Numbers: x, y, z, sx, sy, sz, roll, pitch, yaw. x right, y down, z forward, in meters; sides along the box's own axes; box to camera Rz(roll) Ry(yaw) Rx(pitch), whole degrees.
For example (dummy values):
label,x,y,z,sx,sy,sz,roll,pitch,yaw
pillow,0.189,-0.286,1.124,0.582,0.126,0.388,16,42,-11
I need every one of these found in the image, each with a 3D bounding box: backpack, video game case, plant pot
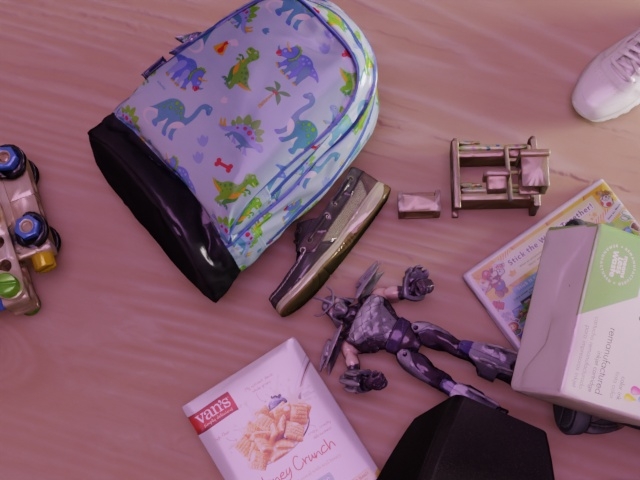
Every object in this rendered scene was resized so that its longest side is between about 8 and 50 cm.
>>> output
label,x,y,z,sx,sy,sz,roll,pitch,yaw
backpack,-0.085,-0.151,1.621,0.356,0.273,0.290,-33,71,-17
video game case,0.335,0.064,1.645,0.227,0.026,0.206,-35,78,-4
plant pot,0.173,0.293,1.511,0.188,0.187,0.167,25,61,-11

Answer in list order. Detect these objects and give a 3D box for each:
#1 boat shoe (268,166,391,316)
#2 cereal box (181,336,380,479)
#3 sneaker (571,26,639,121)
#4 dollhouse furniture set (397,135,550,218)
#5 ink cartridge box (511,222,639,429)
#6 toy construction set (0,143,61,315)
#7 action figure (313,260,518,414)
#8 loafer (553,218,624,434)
label,x,y,z,sx,sy,sz,roll,pitch,yaw
boat shoe,0.000,-0.001,1.651,0.073,0.080,0.223,38,76,11
cereal box,-0.042,0.266,1.606,0.173,0.047,0.240,-33,78,-6
sneaker,0.428,-0.248,1.676,0.235,0.095,0.090,-38,80,-4
dollhouse furniture set,0.189,-0.097,1.619,0.182,0.161,0.101,-1,77,2
ink cartridge box,0.422,0.128,1.505,0.354,0.119,0.207,18,80,-20
toy construction set,-0.462,-0.015,1.652,0.215,0.151,0.327,-21,88,-2
action figure,0.119,0.130,1.606,0.285,0.099,0.185,26,85,12
loafer,0.339,0.108,1.586,0.084,0.096,0.267,4,84,-15
